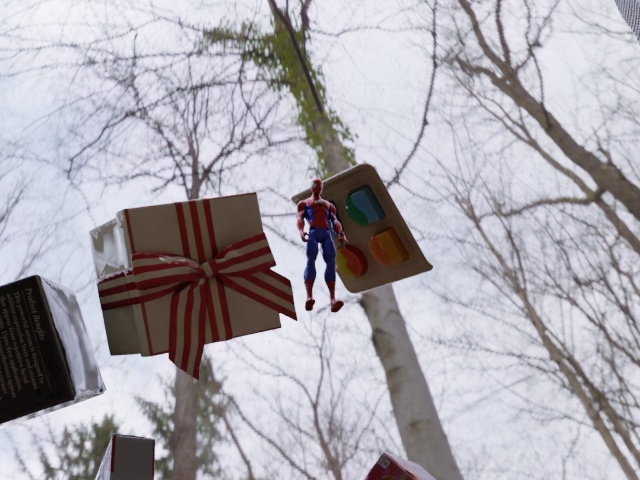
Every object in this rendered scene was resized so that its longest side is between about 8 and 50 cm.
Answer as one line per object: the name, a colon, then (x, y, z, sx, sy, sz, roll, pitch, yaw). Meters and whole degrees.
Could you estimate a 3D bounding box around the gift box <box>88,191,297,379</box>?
gift box: (-0.205, 0.074, 1.458, 0.255, 0.258, 0.277, -15, -91, -30)

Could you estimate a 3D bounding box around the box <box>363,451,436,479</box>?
box: (0.104, 0.506, 1.548, 0.257, 0.122, 0.128, -55, -40, 2)

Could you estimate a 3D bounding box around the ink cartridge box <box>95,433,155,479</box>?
ink cartridge box: (-0.322, 0.414, 1.467, 0.072, 0.128, 0.175, 10, -44, -19)

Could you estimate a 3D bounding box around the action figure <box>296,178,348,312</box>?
action figure: (0.000, 0.000, 0.733, 0.038, 0.115, 0.030, 2, -30, -12)

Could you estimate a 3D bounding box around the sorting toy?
sorting toy: (0.061, -0.010, 1.473, 0.193, 0.038, 0.208, -22, -74, 47)

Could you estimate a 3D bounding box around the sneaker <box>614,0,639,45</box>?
sneaker: (0.468, -0.295, 1.124, 0.161, 0.282, 0.102, -14, -49, 13)

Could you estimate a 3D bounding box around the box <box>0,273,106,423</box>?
box: (-0.600, 0.226, 1.523, 0.395, 0.293, 0.212, -18, -97, -7)
